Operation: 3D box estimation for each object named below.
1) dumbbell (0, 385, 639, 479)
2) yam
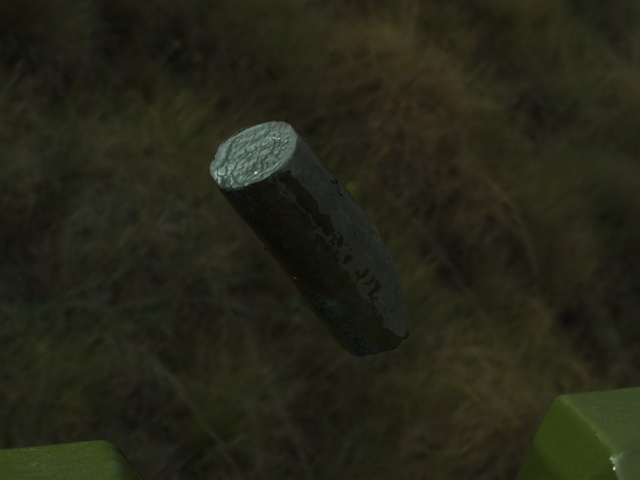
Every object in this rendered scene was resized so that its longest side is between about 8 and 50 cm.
[{"bbox_3d":[0.014,0.125,0.623,0.301,0.108,0.121,-4,79,-12],"label":"dumbbell"},{"bbox_3d":[0.000,0.000,1.629,0.259,0.106,0.106,52,19,-32],"label":"yam"}]
